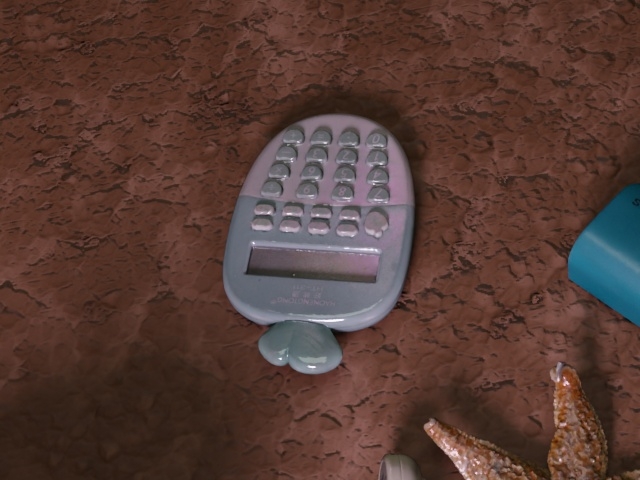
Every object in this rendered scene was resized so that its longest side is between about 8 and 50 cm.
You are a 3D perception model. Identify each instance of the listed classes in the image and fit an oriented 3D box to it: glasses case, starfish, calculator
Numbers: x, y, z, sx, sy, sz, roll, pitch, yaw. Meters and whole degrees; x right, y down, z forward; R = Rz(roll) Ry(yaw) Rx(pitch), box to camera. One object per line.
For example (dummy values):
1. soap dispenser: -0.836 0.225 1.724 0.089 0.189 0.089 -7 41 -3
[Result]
1. glasses case: 0.378 0.063 1.501 0.301 0.070 0.117 35 72 26
2. starfish: 0.196 0.229 1.452 0.295 0.048 0.231 -32 71 -6
3. calculator: 0.000 0.000 1.615 0.184 0.042 0.295 4 59 12

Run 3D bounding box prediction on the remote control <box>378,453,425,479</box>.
1. remote control: 0.071 0.290 1.419 0.042 0.078 0.221 3 61 -3
